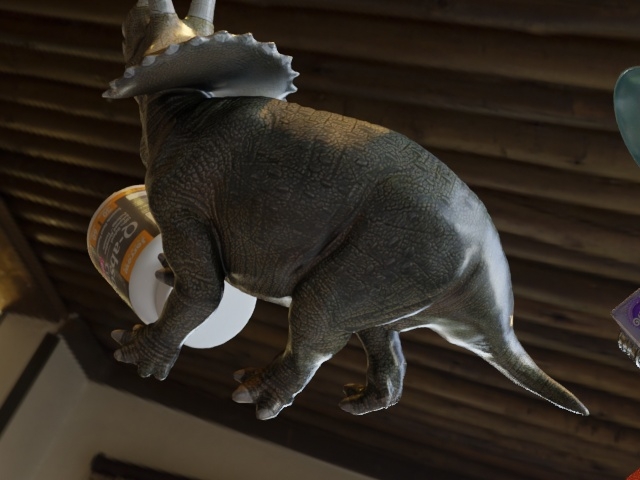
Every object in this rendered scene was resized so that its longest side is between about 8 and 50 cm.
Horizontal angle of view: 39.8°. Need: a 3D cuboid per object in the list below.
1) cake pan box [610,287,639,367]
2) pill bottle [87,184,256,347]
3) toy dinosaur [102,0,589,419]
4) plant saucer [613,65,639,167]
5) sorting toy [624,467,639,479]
[{"bbox_3d":[0.443,0.049,0.946,0.267,0.070,0.246,-43,-33,10],"label":"cake pan box"},{"bbox_3d":[-0.210,0.033,1.237,0.278,0.162,0.162,32,-19,52],"label":"pill bottle"},{"bbox_3d":[0.000,0.000,0.415,0.313,0.121,0.160,32,-61,7],"label":"toy dinosaur"},{"bbox_3d":[0.291,-0.094,0.739,0.021,0.119,0.119,-26,-45,-8],"label":"plant saucer"},{"bbox_3d":[0.210,0.251,0.405,0.127,0.365,0.126,-20,-72,24],"label":"sorting toy"}]
